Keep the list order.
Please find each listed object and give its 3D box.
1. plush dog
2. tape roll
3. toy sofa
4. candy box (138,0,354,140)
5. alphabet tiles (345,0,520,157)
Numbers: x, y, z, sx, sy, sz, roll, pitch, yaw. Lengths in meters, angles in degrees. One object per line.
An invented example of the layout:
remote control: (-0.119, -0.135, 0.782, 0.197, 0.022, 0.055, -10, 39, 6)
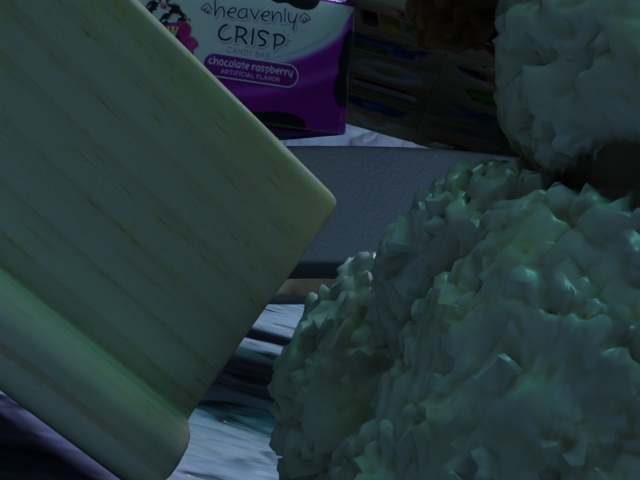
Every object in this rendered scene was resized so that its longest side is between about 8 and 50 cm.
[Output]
plush dog: (0.094, 0.003, 0.365, 0.262, 0.225, 0.210, 16, 1, 25)
tape roll: (0.000, 0.000, 1.012, 0.392, 0.072, 0.392, -1, -7, 0)
toy sofa: (-0.179, -0.014, 0.563, 0.150, 0.177, 0.362, 44, -16, -32)
candy box: (-0.103, -0.093, 0.780, 0.159, 0.071, 0.233, 5, -1, -26)
alphabet tiles: (0.095, -0.083, 0.873, 0.285, 0.011, 0.342, 16, -6, 2)
